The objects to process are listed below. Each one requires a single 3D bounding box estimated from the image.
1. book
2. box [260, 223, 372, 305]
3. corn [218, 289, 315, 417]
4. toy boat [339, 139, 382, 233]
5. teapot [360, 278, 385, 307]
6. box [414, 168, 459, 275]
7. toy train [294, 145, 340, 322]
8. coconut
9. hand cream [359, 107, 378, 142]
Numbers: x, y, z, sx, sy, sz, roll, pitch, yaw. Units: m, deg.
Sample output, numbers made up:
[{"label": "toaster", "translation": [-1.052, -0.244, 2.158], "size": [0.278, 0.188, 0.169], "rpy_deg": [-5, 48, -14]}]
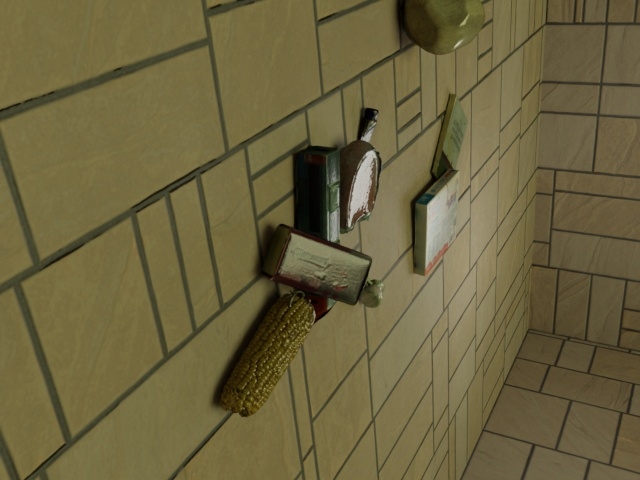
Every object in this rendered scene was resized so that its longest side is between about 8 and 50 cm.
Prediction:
[{"label": "book", "translation": [0.438, -0.318, 2.322], "size": [0.201, 0.026, 0.290], "rpy_deg": [39, 64, -59]}, {"label": "box", "translation": [-0.006, 0.053, 1.440], "size": [0.224, 0.069, 0.120], "rpy_deg": [22, 90, -34]}, {"label": "corn", "translation": [-0.101, 0.228, 1.388], "size": [0.293, 0.106, 0.106], "rpy_deg": [-60, 146, -33]}, {"label": "toy boat", "translation": [0.073, -0.134, 1.651], "size": [0.155, 0.085, 0.228], "rpy_deg": [-32, 138, -45]}, {"label": "teapot", "translation": [0.137, 0.135, 1.867], "size": [0.083, 0.064, 0.064], "rpy_deg": [49, 40, -17]}, {"label": "box", "translation": [0.379, -0.062, 2.244], "size": [0.273, 0.048, 0.265], "rpy_deg": [-40, 137, -46]}, {"label": "toy train", "translation": [0.000, 0.000, 1.526], "size": [0.086, 0.089, 0.410], "rpy_deg": [-36, 129, -60]}, {"label": "coconut", "translation": [0.329, -0.606, 1.841], "size": [0.224, 0.224, 0.224], "rpy_deg": [-29, 123, -57]}, {"label": "hand cream", "translation": [0.117, -0.248, 1.728], "size": [0.062, 0.039, 0.163], "rpy_deg": [-24, 125, -60]}]
